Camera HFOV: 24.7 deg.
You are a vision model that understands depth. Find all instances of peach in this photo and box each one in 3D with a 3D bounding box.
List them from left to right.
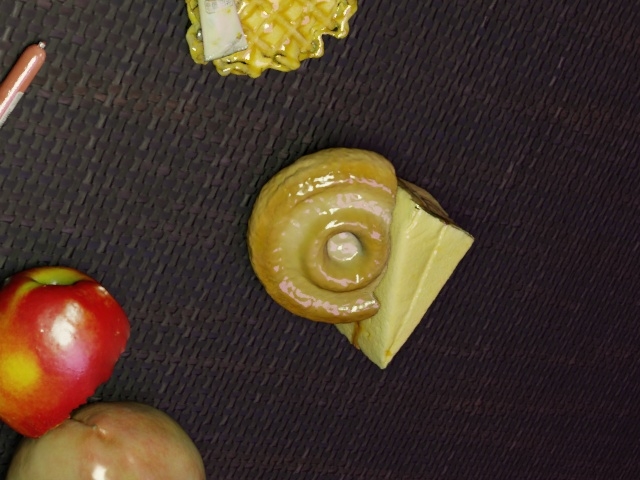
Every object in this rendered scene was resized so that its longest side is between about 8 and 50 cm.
[{"bbox_3d":[-0.349,0.150,1.907,0.196,0.190,0.226,-13,118,-44],"label":"peach"},{"bbox_3d":[-0.298,0.352,2.032,0.292,0.247,0.292,-24,151,-14],"label":"peach"}]

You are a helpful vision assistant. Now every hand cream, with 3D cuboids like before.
[{"bbox_3d":[-0.132,-0.294,1.847,0.061,0.039,0.143,-23,128,-15],"label":"hand cream"}]

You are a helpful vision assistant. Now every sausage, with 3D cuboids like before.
[{"bbox_3d":[-0.400,-0.151,1.788,0.029,0.029,0.223,32,94,-46],"label":"sausage"}]

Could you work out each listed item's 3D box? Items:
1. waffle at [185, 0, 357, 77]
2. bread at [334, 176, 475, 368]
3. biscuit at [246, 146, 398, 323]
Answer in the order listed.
[{"bbox_3d":[-0.065,-0.336,1.921,0.280,0.060,0.262,-17,128,-26],"label":"waffle"},{"bbox_3d":[0.081,0.037,2.201,0.163,0.167,0.264,26,99,-44],"label":"bread"},{"bbox_3d":[0.000,0.001,2.113,0.213,0.091,0.274,-2,122,-6],"label":"biscuit"}]
